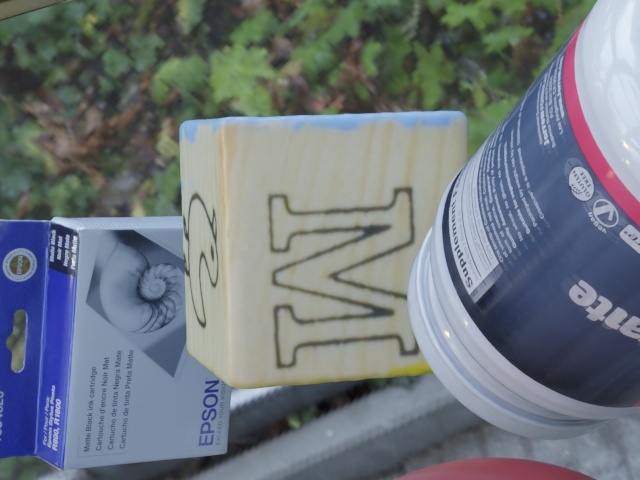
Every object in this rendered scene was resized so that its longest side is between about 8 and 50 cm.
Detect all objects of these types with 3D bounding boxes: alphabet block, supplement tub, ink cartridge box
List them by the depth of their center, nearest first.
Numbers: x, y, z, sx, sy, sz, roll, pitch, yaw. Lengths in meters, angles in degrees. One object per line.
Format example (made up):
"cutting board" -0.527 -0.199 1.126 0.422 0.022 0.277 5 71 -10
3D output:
"supplement tub" 0.179 -0.013 0.856 0.272 0.191 0.191 125 147 -53
"alphabet block" 0.000 0.000 1.165 0.192 0.193 0.197 -166 74 -76
"ink cartridge box" -0.180 0.089 1.310 0.045 0.224 0.223 27 115 59

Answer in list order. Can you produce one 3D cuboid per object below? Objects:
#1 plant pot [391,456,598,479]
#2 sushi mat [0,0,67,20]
"plant pot" 0.066 0.227 0.698 0.275 0.243 0.275 -4 76 16
"sushi mat" -0.168 -0.078 0.233 0.317 0.151 0.019 -23 24 -30
